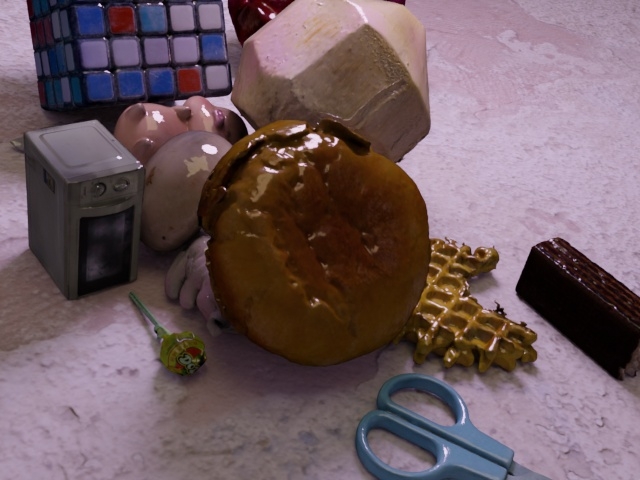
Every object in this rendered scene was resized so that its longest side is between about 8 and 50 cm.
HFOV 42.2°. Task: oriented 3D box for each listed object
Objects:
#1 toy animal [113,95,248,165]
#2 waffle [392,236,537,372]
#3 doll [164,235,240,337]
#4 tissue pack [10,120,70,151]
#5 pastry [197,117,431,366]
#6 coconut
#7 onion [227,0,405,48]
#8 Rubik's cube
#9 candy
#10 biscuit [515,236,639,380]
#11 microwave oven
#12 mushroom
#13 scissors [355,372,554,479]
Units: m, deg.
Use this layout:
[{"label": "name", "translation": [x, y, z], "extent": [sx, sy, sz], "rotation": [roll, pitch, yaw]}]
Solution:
[{"label": "toy animal", "translation": [-0.237, -0.168, 1.443], "extent": [0.250, 0.154, 0.166], "rotation": [-2, 78, -34]}, {"label": "waffle", "translation": [0.193, 0.084, 1.296], "extent": [0.259, 0.069, 0.293], "rotation": [3, 35, -15]}, {"label": "doll", "translation": [-0.133, 0.066, 1.196], "extent": [0.149, 0.095, 0.192], "rotation": [-15, 42, -41]}, {"label": "tissue pack", "translation": [-0.435, -0.159, 1.473], "extent": [0.193, 0.026, 0.122], "rotation": [27, 38, 19]}, {"label": "pastry", "translation": [0.000, 0.000, 1.120], "extent": [0.356, 0.164, 0.356], "rotation": [13, 67, -32]}, {"label": "coconut", "translation": [0.035, -0.274, 1.453], "extent": [0.352, 0.353, 0.353], "rotation": [8, 35, -6]}, {"label": "onion", "translation": [-0.004, -0.520, 1.924], "extent": [0.398, 0.420, 0.398], "rotation": [-1, 79, 3]}, {"label": "Rubik's cube", "translation": [-0.358, -0.392, 1.523], "extent": [0.293, 0.287, 0.292], "rotation": [-11, 13, -29]}, {"label": "candy", "translation": [-0.219, 0.119, 1.141], "extent": [0.058, 0.062, 0.194], "rotation": [-49, 46, -3]}, {"label": "biscuit", "translation": [0.424, 0.105, 1.304], "extent": [0.070, 0.106, 0.252], "rotation": [-15, 43, -33]}, {"label": "microwave oven", "translation": [-0.335, -0.047, 1.193], "extent": [0.129, 0.205, 0.163], "rotation": [-16, 45, -35]}, {"label": "mushroom", "translation": [-0.187, -0.058, 1.299], "extent": [0.215, 0.207, 0.207], "rotation": [38, 27, -25]}, {"label": "scissors", "translation": [0.262, 0.306, 1.037], "extent": [0.447, 0.029, 0.192], "rotation": [24, 37, 16]}]
